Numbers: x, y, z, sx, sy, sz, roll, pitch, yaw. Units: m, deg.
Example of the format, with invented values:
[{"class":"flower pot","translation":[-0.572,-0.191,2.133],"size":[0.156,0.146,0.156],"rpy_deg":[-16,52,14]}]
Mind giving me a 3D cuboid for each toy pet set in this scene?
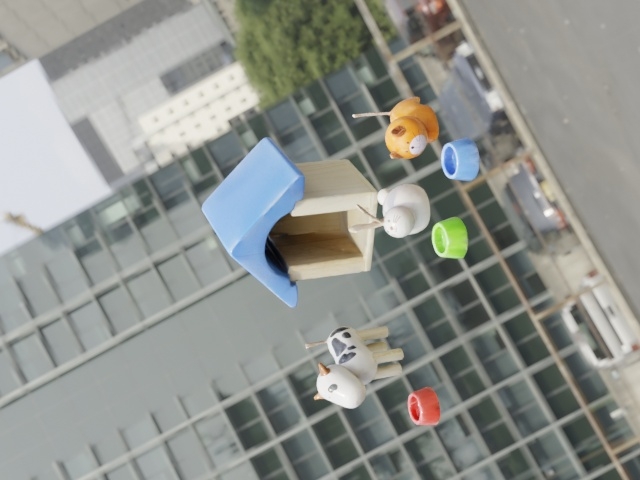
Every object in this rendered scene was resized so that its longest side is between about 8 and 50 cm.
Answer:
[{"class":"toy pet set","translation":[0.000,0.000,0.434],"size":[0.114,0.065,0.122],"rpy_deg":[-128,37,-54]}]
